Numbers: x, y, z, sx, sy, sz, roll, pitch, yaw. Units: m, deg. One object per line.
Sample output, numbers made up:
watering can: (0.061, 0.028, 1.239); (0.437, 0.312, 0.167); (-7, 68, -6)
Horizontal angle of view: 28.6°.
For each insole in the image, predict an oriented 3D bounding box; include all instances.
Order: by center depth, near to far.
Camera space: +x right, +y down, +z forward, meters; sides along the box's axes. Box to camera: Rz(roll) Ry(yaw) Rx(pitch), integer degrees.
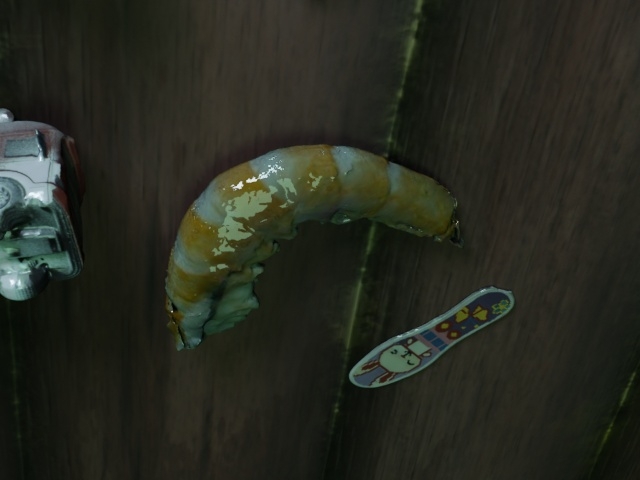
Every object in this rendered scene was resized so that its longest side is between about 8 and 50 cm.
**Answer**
insole: (0.114, 0.102, 1.288); (0.197, 0.004, 0.065); (-32, 132, 19)

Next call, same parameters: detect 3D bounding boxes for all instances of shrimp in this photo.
shrimp: (-0.019, -0.013, 1.114); (0.287, 0.068, 0.185); (-22, 140, -4)

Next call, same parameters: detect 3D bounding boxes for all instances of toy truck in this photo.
toy truck: (-0.323, -0.021, 0.981); (0.270, 0.135, 0.114); (-6, 138, -1)
